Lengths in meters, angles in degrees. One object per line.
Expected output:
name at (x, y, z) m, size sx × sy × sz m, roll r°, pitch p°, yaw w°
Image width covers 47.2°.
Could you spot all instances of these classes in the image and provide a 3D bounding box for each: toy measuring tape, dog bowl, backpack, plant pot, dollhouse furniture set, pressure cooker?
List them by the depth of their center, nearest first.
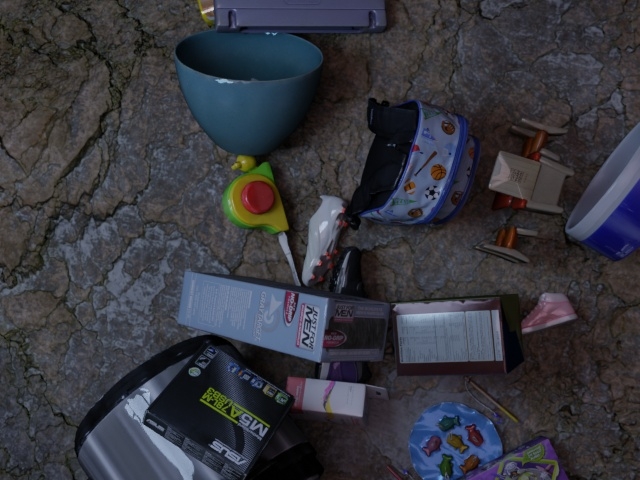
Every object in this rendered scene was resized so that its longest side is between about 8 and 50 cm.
dog bowl at (0.567, -0.096, 1.329) m, size 0.104 × 0.265 × 0.265 m, roll 34°, pitch 93°, yaw 7°
pressure cooker at (-0.201, 0.432, 1.349) m, size 0.420 × 0.370 × 0.375 m, roll 48°, pitch 125°, yaw 18°
dollhouse furniture set at (0.362, -0.102, 1.368) m, size 0.135 × 0.259 × 0.262 m, roll 17°, pitch 89°, yaw 1°
backpack at (0.181, -0.141, 1.399) m, size 0.213 × 0.263 × 0.276 m, roll 12°, pitch 89°, yaw -6°
plant pot at (-0.146, -0.288, 1.480) m, size 0.290 × 0.290 × 0.195 m, roll 13°, pitch 126°, yaw 10°
toy measuring tape at (-0.128, -0.021, 1.518) m, size 0.121 × 0.121 × 0.330 m, roll -16°, pitch 90°, yaw 8°

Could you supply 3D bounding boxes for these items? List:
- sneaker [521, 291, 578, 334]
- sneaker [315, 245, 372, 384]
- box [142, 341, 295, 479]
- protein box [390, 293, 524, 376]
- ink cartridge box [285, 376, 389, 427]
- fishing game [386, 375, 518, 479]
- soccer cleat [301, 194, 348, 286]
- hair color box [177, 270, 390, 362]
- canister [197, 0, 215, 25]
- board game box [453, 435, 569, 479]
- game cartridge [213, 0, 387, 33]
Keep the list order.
sneaker at (0.432, 0.143, 1.449) m, size 0.134 × 0.051 × 0.070 m, roll -20°, pitch 75°, yaw 11°
sneaker at (0.072, 0.156, 1.496) m, size 0.124 × 0.107 × 0.283 m, roll 10°, pitch 92°, yaw -5°
box at (-0.163, 0.280, 1.208) m, size 0.191 × 0.184 × 0.045 m, roll 31°, pitch 127°, yaw 8°
protein box at (0.261, 0.175, 1.377) m, size 0.201 × 0.200 × 0.136 m, roll -5°, pitch 86°, yaw 24°
ink cartridge box at (0.034, 0.326, 1.464) m, size 0.198 × 0.115 × 0.067 m, roll 4°, pitch 67°, yaw 10°
fishing game at (0.268, 0.419, 1.465) m, size 0.189 × 0.041 × 0.264 m, roll 45°, pitch 95°, yaw 12°
soccer cleat at (0.000, 0.000, 1.525) m, size 0.076 × 0.068 × 0.196 m, roll 23°, pitch 93°, yaw 30°
hair color box at (-0.076, 0.139, 1.382) m, size 0.374 × 0.185 × 0.113 m, roll 7°, pitch 88°, yaw 41°
canister at (-0.181, -0.546, 1.578) m, size 0.170 × 0.073 × 0.126 m, roll -16°, pitch 85°, yaw 10°
board game box at (0.329, 0.548, 1.408) m, size 0.347 × 0.056 × 0.208 m, roll -25°, pitch 89°, yaw -4°
game cartridge at (-0.046, -0.542, 1.509) m, size 0.355 × 0.068 × 0.230 m, roll -3°, pitch 81°, yaw -12°
